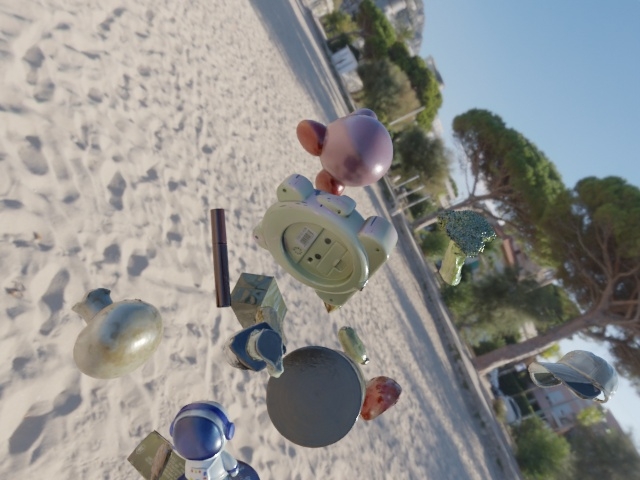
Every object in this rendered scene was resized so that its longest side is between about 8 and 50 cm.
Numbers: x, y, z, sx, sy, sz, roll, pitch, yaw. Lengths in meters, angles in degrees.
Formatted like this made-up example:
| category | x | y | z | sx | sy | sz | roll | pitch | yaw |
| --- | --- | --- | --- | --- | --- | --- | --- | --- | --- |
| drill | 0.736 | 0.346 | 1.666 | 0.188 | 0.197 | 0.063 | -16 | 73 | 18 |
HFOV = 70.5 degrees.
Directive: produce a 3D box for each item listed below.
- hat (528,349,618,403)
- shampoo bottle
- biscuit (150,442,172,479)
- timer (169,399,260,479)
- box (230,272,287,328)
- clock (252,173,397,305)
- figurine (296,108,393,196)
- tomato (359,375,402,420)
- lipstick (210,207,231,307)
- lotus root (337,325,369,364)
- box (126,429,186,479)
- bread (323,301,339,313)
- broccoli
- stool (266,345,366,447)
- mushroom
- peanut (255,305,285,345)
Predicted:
| category | x | y | z | sx | sy | sz | roll | pitch | yaw |
| --- | --- | --- | --- | --- | --- | --- | --- | --- | --- |
| hat | 0.835 | 0.439 | 1.504 | 0.232 | 0.275 | 0.161 | 124 | -23 | -76 |
| shampoo bottle | -0.085 | 0.141 | 0.584 | 0.063 | 0.057 | 0.208 | 55 | -22 | 1 |
| biscuit | -0.476 | 0.653 | 1.352 | 0.019 | 0.130 | 0.119 | 25 | 31 | -25 |
| timer | -0.274 | 0.566 | 1.103 | 0.270 | 0.271 | 0.383 | -73 | 158 | -73 |
| box | -0.247 | 0.264 | 1.821 | 0.231 | 0.149 | 0.155 | 73 | 28 | -45 |
| clock | 0.000 | 0.000 | 1.120 | 0.309 | 0.284 | 0.114 | 36 | 44 | -1 |
| figurine | 0.096 | -0.259 | 1.365 | 0.211 | 0.262 | 0.269 | -126 | -164 | -65 |
| tomato | 0.153 | 0.440 | 1.295 | 0.069 | 0.156 | 0.155 | 51 | 12 | 1 |
| lipstick | -0.359 | 0.063 | 1.627 | 0.057 | 0.057 | 0.356 | 17 | 67 | -74 |
| lotus root | 0.126 | 0.412 | 1.746 | 0.183 | 0.077 | 0.090 | 59 | 4 | -17 |
| box | -0.427 | 0.864 | 1.534 | 0.138 | 0.420 | 0.373 | -47 | 119 | -31 |
| bread | 0.024 | 0.110 | 1.415 | 0.128 | 0.088 | 0.231 | 86 | -7 | -68 |
| broccoli | 0.611 | 0.051 | 1.956 | 0.252 | 0.221 | 0.361 | 20 | -52 | 50 |
| stool | 0.003 | 0.313 | 0.942 | 0.264 | 0.179 | 0.179 | 62 | 6 | -73 |
| mushroom | -0.689 | 0.298 | 1.508 | 0.290 | 0.297 | 0.297 | 42 | 5 | 17 |
| peanut | -0.179 | 0.312 | 1.562 | 0.108 | 0.095 | 0.226 | 19 | 30 | -22 |
